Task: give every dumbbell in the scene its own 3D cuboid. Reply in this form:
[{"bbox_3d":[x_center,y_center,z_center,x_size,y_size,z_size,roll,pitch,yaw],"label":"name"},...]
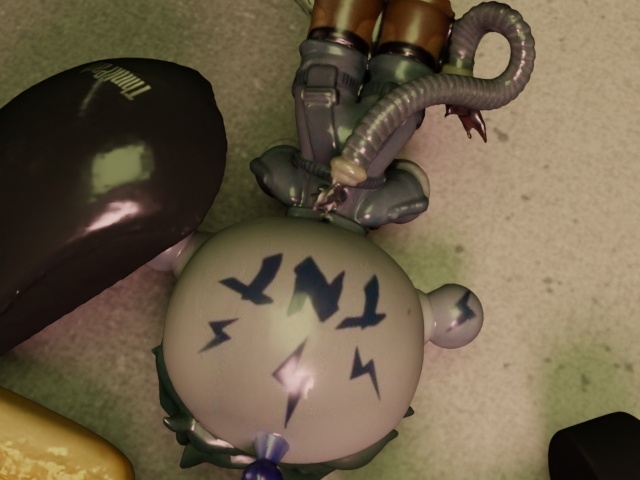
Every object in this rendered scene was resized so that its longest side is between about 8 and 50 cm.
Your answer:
[{"bbox_3d":[0.137,0.219,0.729,0.218,0.152,0.152,-17,72,-7],"label":"dumbbell"}]

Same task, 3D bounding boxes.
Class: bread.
[{"bbox_3d":[-0.239,0.180,0.757,0.217,0.098,0.147,28,71,5],"label":"bread"}]

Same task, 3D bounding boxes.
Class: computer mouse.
[{"bbox_3d":[-0.197,-0.037,0.769,0.269,0.100,0.170,-34,47,16],"label":"computer mouse"}]

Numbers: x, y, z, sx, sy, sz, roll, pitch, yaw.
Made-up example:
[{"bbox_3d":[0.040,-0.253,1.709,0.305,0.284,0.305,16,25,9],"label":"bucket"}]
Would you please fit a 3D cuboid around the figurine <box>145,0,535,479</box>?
[{"bbox_3d":[-0.003,0.000,0.790,0.261,0.186,0.382,12,75,13],"label":"figurine"}]
